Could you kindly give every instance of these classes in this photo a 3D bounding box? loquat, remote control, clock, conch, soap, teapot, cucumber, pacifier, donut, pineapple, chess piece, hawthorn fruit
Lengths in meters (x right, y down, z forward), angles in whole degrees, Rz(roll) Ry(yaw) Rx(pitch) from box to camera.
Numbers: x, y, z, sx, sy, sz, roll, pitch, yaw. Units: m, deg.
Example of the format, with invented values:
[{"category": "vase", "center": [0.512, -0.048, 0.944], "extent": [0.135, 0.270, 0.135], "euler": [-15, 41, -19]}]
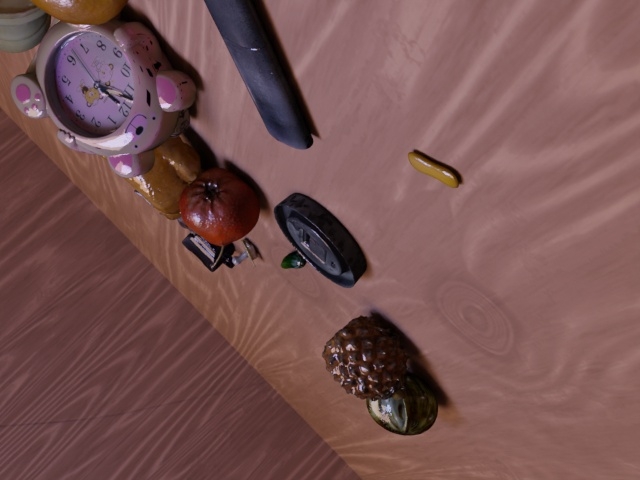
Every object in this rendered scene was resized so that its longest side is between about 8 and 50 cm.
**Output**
[{"category": "loquat", "center": [-0.403, -0.443, 1.469], "extent": [0.234, 0.176, 0.187], "euler": [17, 131, 53]}, {"category": "remote control", "center": [-0.105, -0.285, 1.316], "extent": [0.107, 0.044, 0.377], "euler": [27, 155, 37]}, {"category": "clock", "center": [0.000, 0.000, 1.724], "extent": [0.215, 0.042, 0.215], "euler": [41, 162, 16]}, {"category": "conch", "center": [0.180, 0.346, 1.963], "extent": [0.181, 0.124, 0.187], "euler": [42, 145, 42]}, {"category": "soap", "center": [0.150, -0.094, 1.194], "extent": [0.089, 0.012, 0.034], "euler": [33, 159, 37]}, {"category": "teapot", "center": [-0.289, 0.004, 2.369], "extent": [0.177, 0.087, 0.096], "euler": [45, 153, 4]}, {"category": "cucumber", "center": [-0.057, 0.044, 1.970], "extent": [0.039, 0.039, 0.168], "euler": [49, 165, -8]}, {"category": "pacifier", "center": [-0.192, 0.035, 2.233], "extent": [0.068, 0.064, 0.083], "euler": [56, 172, 37]}, {"category": "donut", "center": [-0.380, -0.187, 1.992], "extent": [0.317, 0.150, 0.299], "euler": [39, 173, 37]}, {"category": "pineapple", "center": [0.105, 0.253, 1.848], "extent": [0.193, 0.166, 0.166], "euler": [48, 164, 9]}, {"category": "chess piece", "center": [-0.623, -0.504, 1.782], "extent": [0.234, 0.234, 0.442], "euler": [49, 166, -10]}, {"category": "clock", "center": [-0.405, -0.290, 1.692], "extent": [0.309, 0.284, 0.114], "euler": [41, -158, 7]}, {"category": "hawthorn fruit", "center": [-0.208, -0.027, 1.932], "extent": [0.165, 0.165, 0.285], "euler": [37, 151, 28]}]

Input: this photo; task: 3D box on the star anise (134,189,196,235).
[{"category": "star anise", "center": [-0.337, -0.090, 2.225], "extent": [0.236, 0.109, 0.223], "euler": [30, 176, -2]}]

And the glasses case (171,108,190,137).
[{"category": "glasses case", "center": [-0.399, -0.345, 1.813], "extent": [0.355, 0.085, 0.137], "euler": [43, 160, 10]}]
